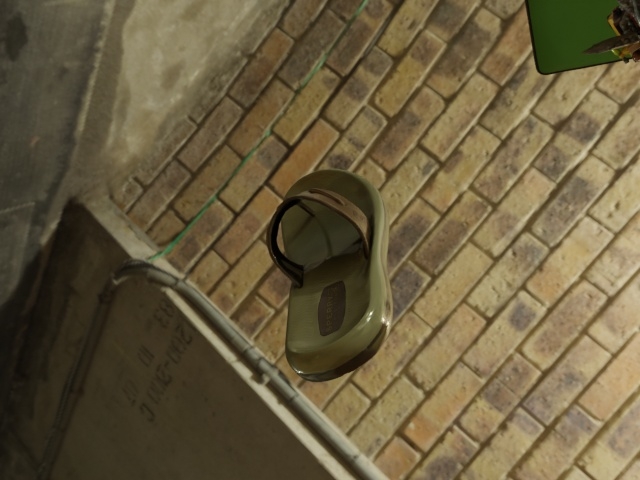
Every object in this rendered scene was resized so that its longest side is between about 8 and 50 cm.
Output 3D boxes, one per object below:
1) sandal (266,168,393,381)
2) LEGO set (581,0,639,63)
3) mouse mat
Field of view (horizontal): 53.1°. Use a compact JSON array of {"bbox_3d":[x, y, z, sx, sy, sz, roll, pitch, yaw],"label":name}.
[{"bbox_3d":[0.001,0.000,0.594,0.120,0.086,0.303,-35,-154,14],"label":"sandal"},{"bbox_3d":[0.408,-0.179,0.518,0.331,0.255,0.192,-13,-136,39],"label":"LEGO set"},{"bbox_3d":[0.362,-0.291,0.810,0.007,0.189,0.153,-73,148,-43],"label":"mouse mat"}]
